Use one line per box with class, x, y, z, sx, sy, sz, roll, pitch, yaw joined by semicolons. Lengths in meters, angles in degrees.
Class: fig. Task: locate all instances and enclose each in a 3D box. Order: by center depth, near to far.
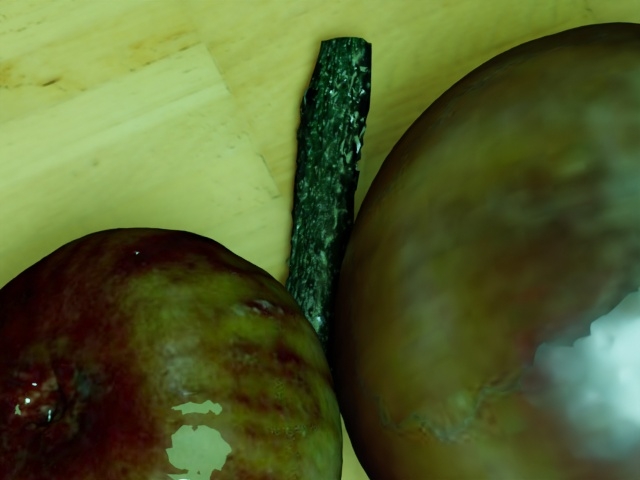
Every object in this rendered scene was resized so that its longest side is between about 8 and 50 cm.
fig;-0.097;0.112;1.027;0.235;0.214;0.235;1;93;17

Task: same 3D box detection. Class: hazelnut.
hazelnut;0.203;0.073;1.044;0.409;0.359;0.359;37;70;-1

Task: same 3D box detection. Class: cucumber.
cucumber;0.001;0.000;1.158;0.044;0.043;0.256;8;75;-8
